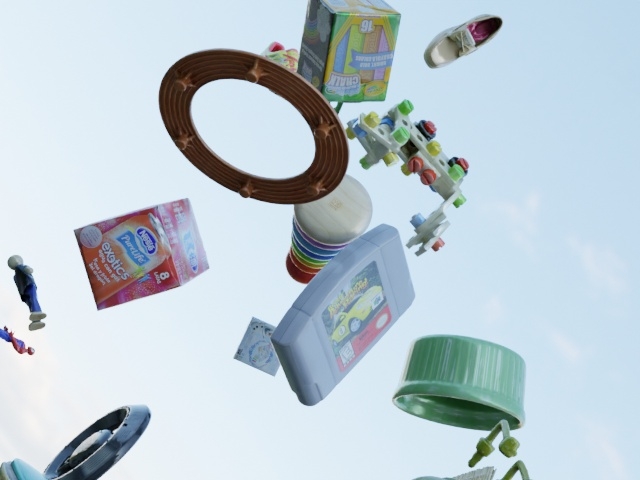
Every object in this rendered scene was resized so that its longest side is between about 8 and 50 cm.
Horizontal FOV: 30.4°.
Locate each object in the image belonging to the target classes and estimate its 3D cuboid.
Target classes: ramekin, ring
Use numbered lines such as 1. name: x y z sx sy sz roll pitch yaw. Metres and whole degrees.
1. ramekin: 0.323 0.322 2.670 0.304 0.148 0.303 11 -20 4
2. ring: -0.114 -0.172 1.909 0.337 0.032 0.336 16 -39 13

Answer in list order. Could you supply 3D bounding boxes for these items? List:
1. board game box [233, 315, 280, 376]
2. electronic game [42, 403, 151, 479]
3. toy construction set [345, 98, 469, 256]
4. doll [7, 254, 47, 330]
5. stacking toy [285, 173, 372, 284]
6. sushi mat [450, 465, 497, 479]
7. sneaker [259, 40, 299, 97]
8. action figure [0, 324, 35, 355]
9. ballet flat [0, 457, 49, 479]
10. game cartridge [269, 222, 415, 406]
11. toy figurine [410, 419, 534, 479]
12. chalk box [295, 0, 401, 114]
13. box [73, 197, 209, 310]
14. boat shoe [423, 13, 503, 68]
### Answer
1. board game box: -0.110 0.205 2.275 0.090 0.090 0.020 25 1 -7
2. electronic game: -0.371 0.349 1.932 0.048 0.229 0.229 53 -21 -12
3. toy construction set: 0.188 -0.140 2.362 0.151 0.215 0.327 -22 -76 29
4. doll: -0.663 0.106 2.657 0.189 0.046 0.129 61 -31 31
5. stacking toy: 0.000 0.000 2.200 0.141 0.141 0.330 47 -22 11
6. sushi mat: 0.235 0.559 2.238 0.151 0.316 0.019 -29 -72 40
7. sneaker: -0.069 -0.336 2.343 0.081 0.094 0.208 25 14 -44
8. action figure: -0.506 0.153 1.895 0.115 0.030 0.038 43 -11 -31
9. ballet flat: -0.314 0.388 1.433 0.349 0.123 0.123 27 -31 39
10. game cartridge: 0.043 0.116 1.953 0.060 0.294 0.196 23 -33 39
11. toy figurine: 0.081 0.282 1.082 0.217 0.191 0.362 27 24 -19
12. chalk box: 0.044 -0.320 2.075 0.132 0.132 0.213 -125 -142 -52
13. box: -0.255 0.015 1.718 0.257 0.128 0.122 -53 126 -85
14. boat shoe: 0.268 -0.377 2.194 0.063 0.170 0.059 59 -17 -13
